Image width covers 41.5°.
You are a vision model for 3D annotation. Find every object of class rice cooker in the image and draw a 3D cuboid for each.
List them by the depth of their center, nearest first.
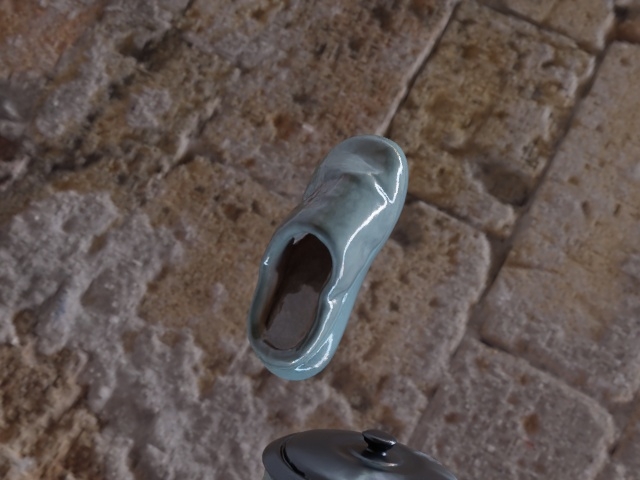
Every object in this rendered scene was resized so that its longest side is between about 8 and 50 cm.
[{"bbox_3d":[0.040,0.321,0.930,0.280,0.241,0.227,1,103,-69],"label":"rice cooker"}]

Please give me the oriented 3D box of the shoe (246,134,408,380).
[{"bbox_3d":[0.000,0.000,0.767,0.100,0.103,0.251,47,60,-57],"label":"shoe"}]
